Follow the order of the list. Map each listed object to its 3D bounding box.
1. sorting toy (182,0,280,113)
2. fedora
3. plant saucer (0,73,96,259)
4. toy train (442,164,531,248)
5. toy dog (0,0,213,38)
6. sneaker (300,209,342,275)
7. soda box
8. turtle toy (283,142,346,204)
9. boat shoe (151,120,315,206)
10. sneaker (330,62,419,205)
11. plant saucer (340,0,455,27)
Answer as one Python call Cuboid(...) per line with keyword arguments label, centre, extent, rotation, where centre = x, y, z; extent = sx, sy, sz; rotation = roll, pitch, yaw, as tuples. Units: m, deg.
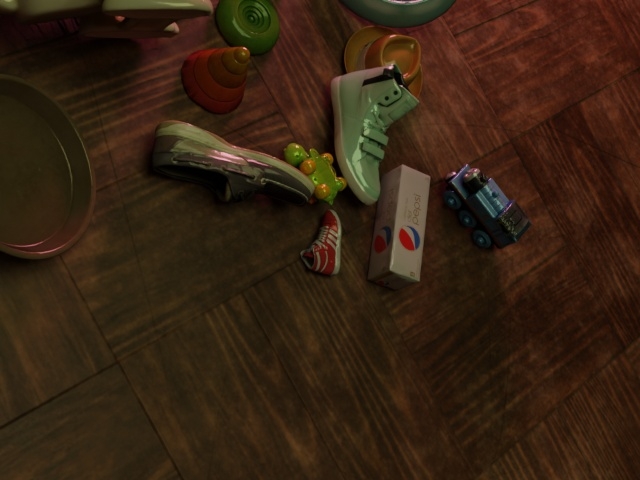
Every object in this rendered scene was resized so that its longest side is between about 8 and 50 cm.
Cuboid(label="sorting toy", centre=(-0.112, -0.390, 1.762), extent=(0.127, 0.126, 0.365), rotation=(35, 59, -18))
Cuboid(label="fedora", centre=(0.138, -0.342, 1.937), extent=(0.194, 0.079, 0.194), rotation=(12, 67, -30))
Cuboid(label="plant saucer", centre=(-0.442, -0.103, 1.452), extent=(0.278, 0.041, 0.277), rotation=(28, 54, -46))
Cuboid(label="toy train", centre=(0.318, -0.065, 1.942), extent=(0.184, 0.105, 0.080), rotation=(52, 54, -8))
Cuboid(label="toy dog", centre=(-0.354, -0.529, 1.532), extent=(0.396, 0.284, 0.407), rotation=(-2, 92, -15))
Cuboid(label="sneaker", centre=(0.000, 0.000, 1.752), extent=(0.067, 0.042, 0.118), rotation=(8, 72, -34))
Cuboid(label="soda box", centre=(0.144, -0.023, 1.834), extent=(0.069, 0.074, 0.216), rotation=(20, 64, -26))
Cuboid(label="turtle toy", centre=(-0.017, -0.116, 1.766), extent=(0.130, 0.066, 0.095), rotation=(60, 30, 2))
Cuboid(label="boat shoe", centre=(-0.147, -0.105, 1.662), extent=(0.285, 0.103, 0.092), rotation=(22, 68, -21))
Cuboid(label="sneaker", centre=(0.107, -0.199, 1.813), extent=(0.094, 0.151, 0.255), rotation=(15, 62, -59))
Cuboid(label="plant saucer", centre=(0.150, -0.577, 1.979), extent=(0.318, 0.044, 0.317), rotation=(2, 83, -12))
